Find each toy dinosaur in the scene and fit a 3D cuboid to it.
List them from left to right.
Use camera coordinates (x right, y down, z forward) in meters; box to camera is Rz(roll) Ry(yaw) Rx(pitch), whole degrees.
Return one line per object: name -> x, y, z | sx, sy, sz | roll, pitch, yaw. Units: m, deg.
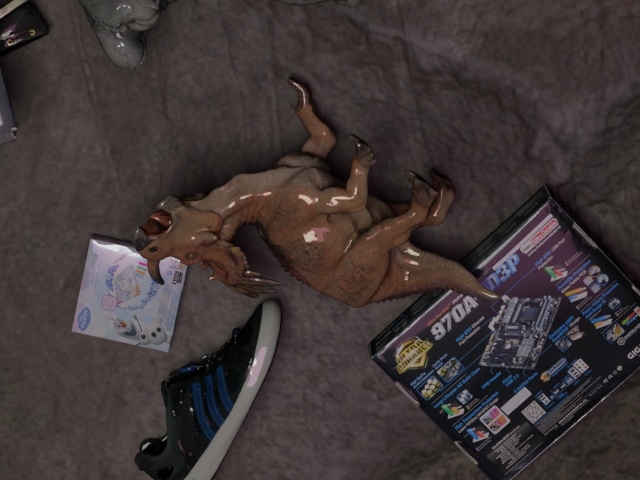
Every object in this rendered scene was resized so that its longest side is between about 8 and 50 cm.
toy dinosaur -> 0.000, 0.000, 1.473 | 0.295, 0.127, 0.200 | 31, 102, -13

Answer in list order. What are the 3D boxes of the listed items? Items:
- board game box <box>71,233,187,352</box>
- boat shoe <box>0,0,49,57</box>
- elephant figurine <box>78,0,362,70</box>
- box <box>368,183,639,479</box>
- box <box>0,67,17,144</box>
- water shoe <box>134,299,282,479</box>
board game box -> -0.170, 0.047, 1.534 | 0.090, 0.020, 0.090 | 13, 105, -5
boat shoe -> -0.294, -0.157, 1.463 | 0.133, 0.049, 0.042 | -34, 95, 3
elephant figurine -> -0.095, -0.258, 1.404 | 0.239, 0.186, 0.169 | -27, 61, -4
box -> 0.180, 0.088, 1.533 | 0.220, 0.051, 0.175 | -43, 101, 10
box -> -0.439, -0.223, 1.309 | 0.318, 0.097, 0.395 | -18, 96, -36
water shoe -> -0.102, 0.136, 1.531 | 0.080, 0.073, 0.203 | 25, 103, -5
